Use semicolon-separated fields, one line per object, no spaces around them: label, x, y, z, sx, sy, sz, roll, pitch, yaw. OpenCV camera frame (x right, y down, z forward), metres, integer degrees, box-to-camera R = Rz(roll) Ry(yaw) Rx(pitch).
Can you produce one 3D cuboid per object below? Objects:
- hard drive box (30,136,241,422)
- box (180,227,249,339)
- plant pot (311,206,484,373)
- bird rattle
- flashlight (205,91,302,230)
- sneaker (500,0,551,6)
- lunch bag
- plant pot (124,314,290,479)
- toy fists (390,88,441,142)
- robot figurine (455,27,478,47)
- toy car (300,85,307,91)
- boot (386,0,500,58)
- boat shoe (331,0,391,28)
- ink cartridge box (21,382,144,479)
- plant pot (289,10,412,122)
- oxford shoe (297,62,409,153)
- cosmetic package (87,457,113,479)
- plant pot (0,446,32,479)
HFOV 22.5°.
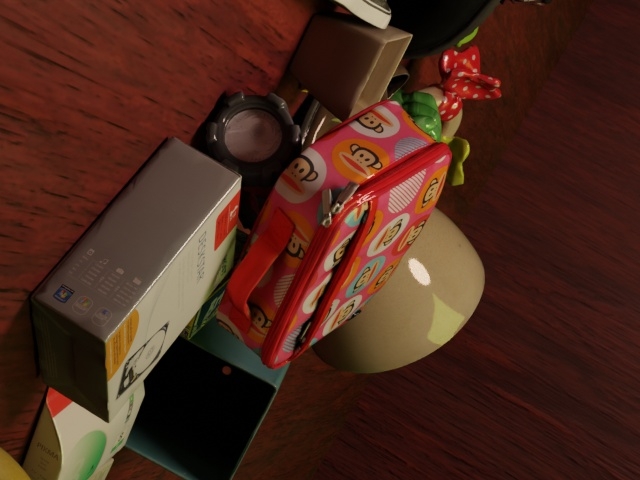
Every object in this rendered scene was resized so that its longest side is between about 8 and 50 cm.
hard drive box;-0.183;0.040;1.623;0.232;0.089;0.181;-54;166;-29
box;-0.133;0.047;1.929;0.169;0.059;0.054;-45;159;-51
plant pot;0.073;0.026;2.341;0.284;0.284;0.191;-53;132;-28
bird rattle;0.161;-0.171;2.415;0.207;0.143;0.253;-22;161;-22
flashlight;-0.069;-0.074;1.825;0.304;0.103;0.103;90;-1;-76
sneaker;0.233;-0.354;2.200;0.281;0.162;0.106;-49;165;-41
lunch bag;0.000;0.000;1.773;0.258;0.120;0.293;-31;156;-43
plant pot;-0.133;0.175;2.018;0.165;0.165;0.234;-63;176;18
toy fists;0.074;-0.128;2.151;0.279;0.142;0.096;-45;161;-52
robot figurine;0.202;-0.333;2.362;0.101;0.067;0.115;-50;166;-21
toy car;0.013;-0.222;1.973;0.122;0.060;0.040;-25;-167;-41
boot;0.131;-0.339;1.858;0.348;0.131;0.260;-40;162;31
boat shoe;0.043;-0.287;1.784;0.070;0.078;0.219;-60;167;7
ink cartridge box;-0.249;0.178;1.792;0.181;0.056;0.224;-41;161;-57
plant pot;0.029;-0.211;1.869;0.109;0.096;0.109;-62;168;19
oxford shoe;0.039;-0.163;2.040;0.227;0.096;0.083;-51;168;-29
cosmetic package;-0.295;0.286;1.896;0.060;0.041;0.115;-62;168;17
plant pot;-0.327;0.289;1.634;0.134;0.095;0.134;-56;167;-19
